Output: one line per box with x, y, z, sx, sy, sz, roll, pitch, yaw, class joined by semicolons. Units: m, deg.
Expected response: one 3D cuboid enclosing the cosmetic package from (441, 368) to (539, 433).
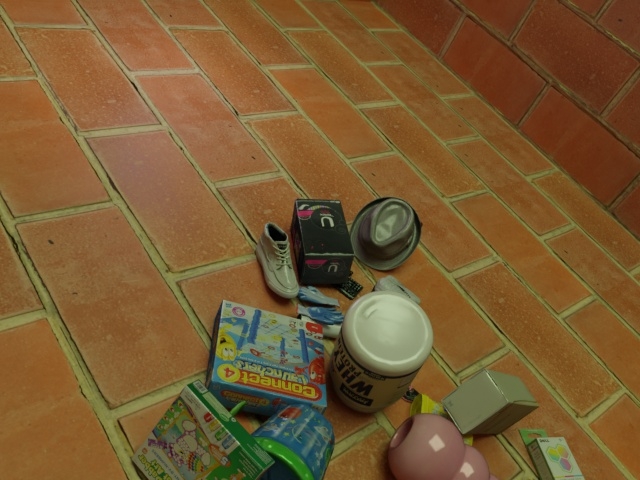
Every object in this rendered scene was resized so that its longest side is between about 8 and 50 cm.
0.489;0.463;1.733;0.309;0.160;0.113;22;30;-53;cosmetic package

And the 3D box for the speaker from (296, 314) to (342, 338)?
-0.004;0.260;1.845;0.136;0.055;0.055;12;43;-18;speaker

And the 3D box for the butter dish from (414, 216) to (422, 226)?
0.277;-0.043;2.271;0.160;0.160;0.118;36;64;9;butter dish

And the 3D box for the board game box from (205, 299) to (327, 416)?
-0.143;0.324;1.644;0.309;0.086;0.301;16;33;-14;board game box

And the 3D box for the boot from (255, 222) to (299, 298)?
-0.132;0.056;1.906;0.095;0.123;0.258;-7;42;-30;boot

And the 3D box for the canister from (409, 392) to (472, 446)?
0.347;0.528;1.748;0.170;0.073;0.126;25;39;-6;canister

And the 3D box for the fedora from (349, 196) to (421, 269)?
0.234;-0.041;2.133;0.244;0.124;0.275;41;78;9;fedora

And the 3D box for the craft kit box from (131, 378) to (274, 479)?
-0.262;0.478;1.329;0.250;0.246;0.061;42;21;16;craft kit box

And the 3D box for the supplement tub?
0.151;0.310;1.640;0.236;0.324;0.235;5;53;-6;supplement tub

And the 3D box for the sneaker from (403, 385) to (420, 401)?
0.249;0.431;1.807;0.119;0.057;0.047;33;38;4;sneaker

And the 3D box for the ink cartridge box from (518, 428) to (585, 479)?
0.692;0.647;1.824;0.109;0.062;0.209;7;44;-23;ink cartridge box

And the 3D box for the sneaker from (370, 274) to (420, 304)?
0.192;0.227;1.936;0.137;0.210;0.366;42;8;15;sneaker

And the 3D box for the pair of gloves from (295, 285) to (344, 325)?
-0.007;0.197;1.888;0.160;0.023;0.198;16;23;-12;pair of gloves

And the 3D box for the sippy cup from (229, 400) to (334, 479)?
-0.078;0.510;1.431;0.224;0.240;0.305;-39;111;-58;sippy cup

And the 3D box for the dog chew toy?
0.338;0.603;1.580;0.332;0.206;0.206;39;41;0;dog chew toy

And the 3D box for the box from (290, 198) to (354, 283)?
0.000;0.000;2.024;0.166;0.143;0.270;0;45;-13;box

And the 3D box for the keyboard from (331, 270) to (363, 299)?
0.063;0.117;2.058;0.180;0.023;0.108;38;41;10;keyboard
